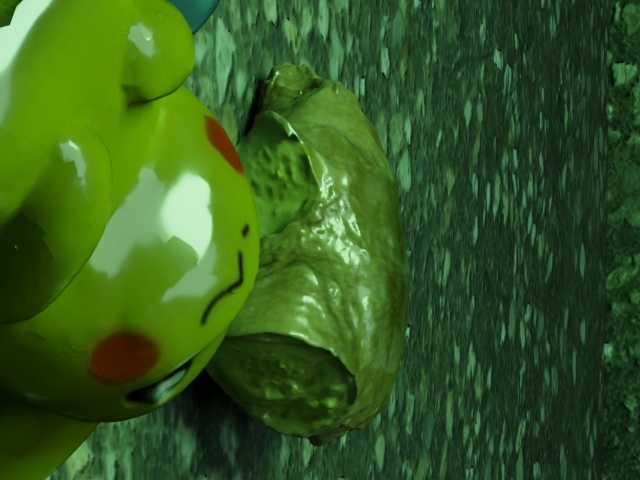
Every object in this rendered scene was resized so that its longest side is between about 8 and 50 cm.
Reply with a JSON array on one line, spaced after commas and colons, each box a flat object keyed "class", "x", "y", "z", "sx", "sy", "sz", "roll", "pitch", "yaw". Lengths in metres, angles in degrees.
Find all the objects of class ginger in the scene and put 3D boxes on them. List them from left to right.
[{"class": "ginger", "x": 0.000, "y": 0.000, "z": 1.055, "sx": 0.219, "sy": 0.123, "sz": 0.270, "roll": 60, "pitch": 35, "yaw": -50}]

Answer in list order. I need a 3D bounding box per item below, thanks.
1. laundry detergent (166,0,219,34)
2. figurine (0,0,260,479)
[{"class": "laundry detergent", "x": -0.099, "y": -0.174, "z": 0.821, "sx": 0.290, "sy": 0.094, "sz": 0.143, "roll": -1, "pitch": 87, "yaw": -70}, {"class": "figurine", "x": -0.125, "y": -0.017, "z": 0.649, "sx": 0.218, "sy": 0.169, "sz": 0.326, "roll": -60, "pitch": 146, "yaw": -27}]
